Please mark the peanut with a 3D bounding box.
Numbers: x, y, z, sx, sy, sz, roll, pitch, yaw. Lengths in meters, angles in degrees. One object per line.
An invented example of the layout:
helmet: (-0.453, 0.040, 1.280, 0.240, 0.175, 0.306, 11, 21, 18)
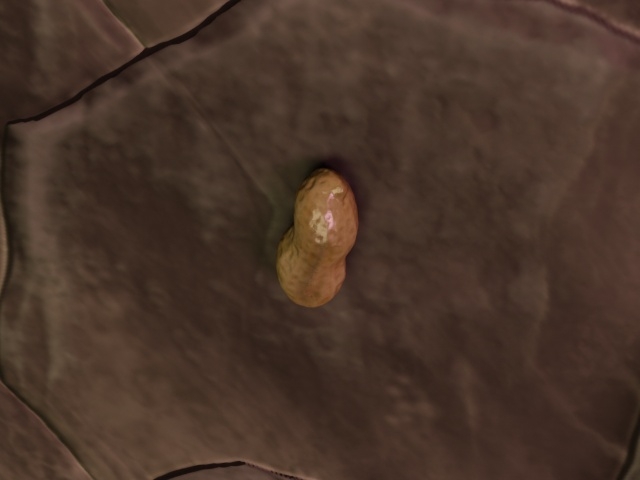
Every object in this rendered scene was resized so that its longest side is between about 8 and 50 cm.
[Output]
peanut: (0.000, 0.000, 0.819, 0.037, 0.037, 0.083, 21, 130, 2)
